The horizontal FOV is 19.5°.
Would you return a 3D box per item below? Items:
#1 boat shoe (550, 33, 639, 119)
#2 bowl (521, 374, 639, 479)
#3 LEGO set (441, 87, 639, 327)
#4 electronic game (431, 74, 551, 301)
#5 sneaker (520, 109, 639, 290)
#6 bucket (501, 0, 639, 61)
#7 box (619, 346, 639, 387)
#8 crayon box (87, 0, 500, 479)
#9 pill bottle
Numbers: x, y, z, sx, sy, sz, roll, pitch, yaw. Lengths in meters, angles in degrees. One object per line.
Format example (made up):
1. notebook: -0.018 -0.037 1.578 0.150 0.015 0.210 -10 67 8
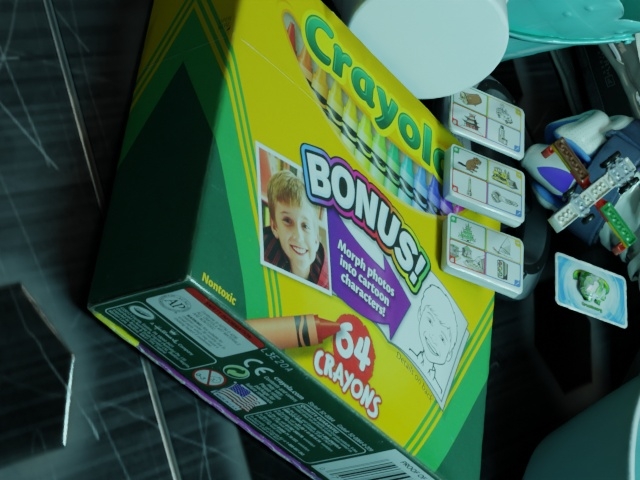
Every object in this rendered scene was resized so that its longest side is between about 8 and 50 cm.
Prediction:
1. boat shoe: 0.310 -0.111 1.956 0.095 0.112 0.335 -9 78 -39
2. bowl: 0.287 0.273 1.694 0.311 0.163 0.312 29 53 -48
3. LEGO set: 0.197 -0.013 1.584 0.244 0.060 0.182 19 57 -26
4. electronic game: 0.160 -0.055 1.752 0.229 0.048 0.229 38 45 -53
5. sneaker: 0.291 -0.006 1.727 0.236 0.130 0.323 19 33 -8
6. bucket: 0.215 -0.312 1.820 0.281 0.183 0.281 29 53 -47
7. box: 0.400 0.093 1.946 0.184 0.045 0.191 0 118 -56
8. crayon box: 0.000 0.000 1.443 0.363 0.106 0.313 41 45 -39
9. pill bottle: 0.083 -0.266 1.586 0.160 0.160 0.283 43 33 -38
